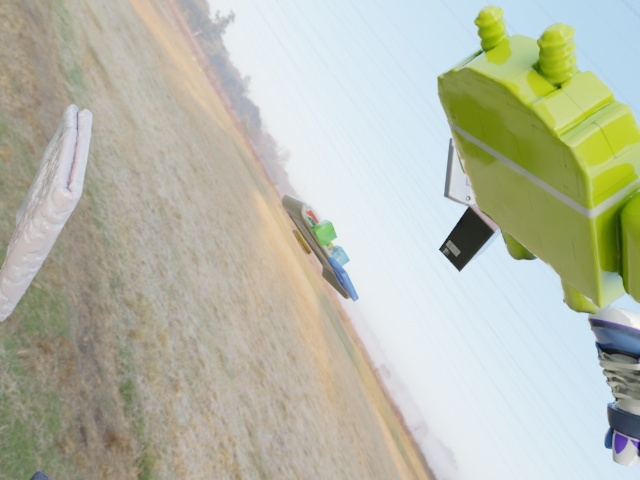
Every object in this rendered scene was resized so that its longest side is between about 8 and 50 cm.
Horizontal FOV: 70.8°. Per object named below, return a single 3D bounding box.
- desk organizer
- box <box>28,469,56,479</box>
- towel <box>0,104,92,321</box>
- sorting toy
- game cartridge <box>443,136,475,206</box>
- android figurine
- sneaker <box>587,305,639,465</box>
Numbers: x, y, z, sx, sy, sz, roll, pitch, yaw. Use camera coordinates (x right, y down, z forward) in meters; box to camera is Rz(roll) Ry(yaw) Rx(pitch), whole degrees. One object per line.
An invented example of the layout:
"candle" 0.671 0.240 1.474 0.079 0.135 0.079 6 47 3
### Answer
"desk organizer" 0.214 -0.011 0.617 0.047 0.050 0.130 51 -19 19
"box" -0.110 0.403 0.453 0.395 0.097 0.318 8 -45 30
"towel" -0.535 -0.062 0.862 0.054 0.332 0.316 23 30 -37
"sorting toy" 0.000 0.000 0.862 0.195 0.047 0.348 61 -9 -17
"game cartridge" 0.502 -0.182 1.294 0.062 0.298 0.197 -137 -128 -78
"android figurine" 0.179 -0.054 0.368 0.272 0.056 0.248 55 2 -39
"sneaker" 0.574 0.286 0.816 0.323 0.236 0.130 34 -13 -20
